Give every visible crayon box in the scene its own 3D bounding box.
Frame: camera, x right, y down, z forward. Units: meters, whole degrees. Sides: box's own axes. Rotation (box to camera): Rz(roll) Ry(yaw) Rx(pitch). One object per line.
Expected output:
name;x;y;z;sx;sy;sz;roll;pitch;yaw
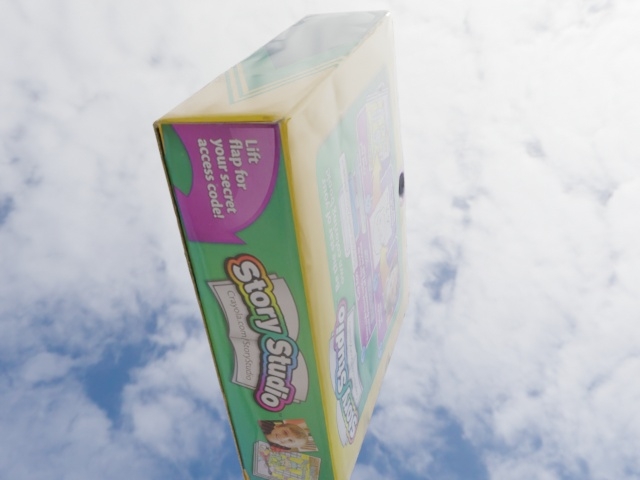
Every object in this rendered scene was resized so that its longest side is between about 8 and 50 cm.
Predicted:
crayon box;0.000;0.000;0.608;0.106;0.313;0.363;4;-58;20
